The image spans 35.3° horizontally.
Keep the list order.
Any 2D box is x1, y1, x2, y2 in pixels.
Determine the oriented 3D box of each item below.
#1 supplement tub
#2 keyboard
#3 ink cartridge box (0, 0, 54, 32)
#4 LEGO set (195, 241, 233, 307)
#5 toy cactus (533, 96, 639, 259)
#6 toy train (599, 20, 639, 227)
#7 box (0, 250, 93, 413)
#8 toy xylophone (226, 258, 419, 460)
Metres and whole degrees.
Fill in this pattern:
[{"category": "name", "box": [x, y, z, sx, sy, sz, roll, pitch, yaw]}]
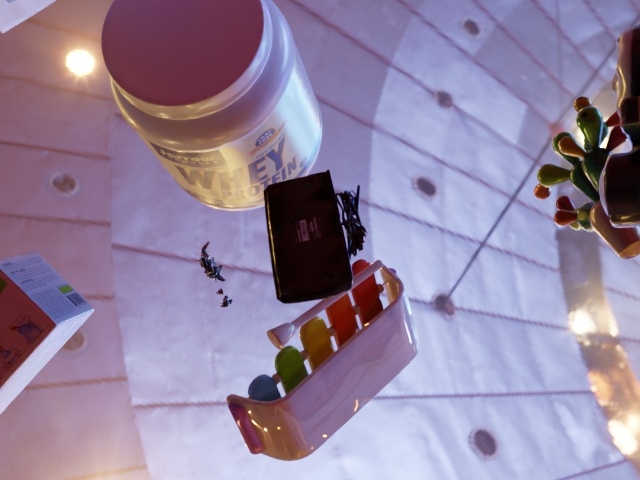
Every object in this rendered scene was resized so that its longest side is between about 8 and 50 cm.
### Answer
[{"category": "supplement tub", "box": [-0.134, -0.195, 1.317, 0.236, 0.325, 0.235, -3, -108, 9]}, {"category": "keyboard", "box": [0.000, 0.000, 0.987, 0.100, 0.038, 0.192, -13, -142, 2]}, {"category": "ink cartridge box", "box": [-0.412, -0.380, 1.156, 0.114, 0.273, 0.197, -31, -94, -3]}, {"category": "LEGO set", "box": [-0.132, 0.044, 1.229, 0.024, 0.054, 0.083, -18, -106, 10]}, {"category": "toy cactus", "box": [0.329, -0.057, 1.175, 0.112, 0.219, 0.180, -14, -125, -13]}, {"category": "toy train", "box": [0.346, -0.085, 0.637, 0.142, 0.334, 0.190, 28, -118, -57]}, {"category": "box", "box": [-0.379, 0.124, 1.155, 0.103, 0.203, 0.114, 44, -170, 3]}, {"category": "toy xylophone", "box": [0.017, 0.146, 1.354, 0.323, 0.236, 0.081, -32, -141, -30]}]
